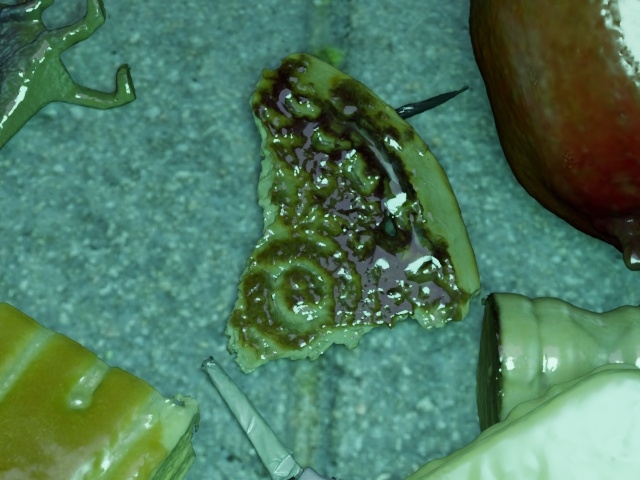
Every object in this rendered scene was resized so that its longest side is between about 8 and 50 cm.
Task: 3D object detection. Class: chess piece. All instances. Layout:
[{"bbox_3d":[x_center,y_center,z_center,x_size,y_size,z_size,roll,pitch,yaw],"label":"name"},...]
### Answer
[{"bbox_3d":[0.272,0.099,1.391,0.301,0.137,0.137,-1,65,-2],"label":"chess piece"}]

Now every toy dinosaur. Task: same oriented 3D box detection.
[{"bbox_3d":[-0.263,-0.127,1.537,0.200,0.072,0.251,-11,77,5],"label":"toy dinosaur"}]

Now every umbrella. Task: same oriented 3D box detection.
[{"bbox_3d":[0.063,-0.104,1.545,0.149,0.022,0.022,-17,62,-14],"label":"umbrella"}]

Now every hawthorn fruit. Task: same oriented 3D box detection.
[{"bbox_3d":[0.259,-0.146,1.433,0.295,0.295,0.311,-16,100,-8],"label":"hawthorn fruit"}]

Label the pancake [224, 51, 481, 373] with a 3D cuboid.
[{"bbox_3d":[0.000,0.000,1.480,0.266,0.057,0.244,42,84,15],"label":"pancake"}]

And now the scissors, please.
[{"bbox_3d":[-0.031,0.177,1.411,0.110,0.021,0.212,-33,70,-12],"label":"scissors"}]

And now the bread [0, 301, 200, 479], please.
[{"bbox_3d":[-0.247,0.177,1.359,0.239,0.111,0.246,31,68,12],"label":"bread"}]

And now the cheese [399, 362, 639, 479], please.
[{"bbox_3d":[0.161,0.250,1.268,0.384,0.104,0.384,-1,85,11],"label":"cheese"}]
